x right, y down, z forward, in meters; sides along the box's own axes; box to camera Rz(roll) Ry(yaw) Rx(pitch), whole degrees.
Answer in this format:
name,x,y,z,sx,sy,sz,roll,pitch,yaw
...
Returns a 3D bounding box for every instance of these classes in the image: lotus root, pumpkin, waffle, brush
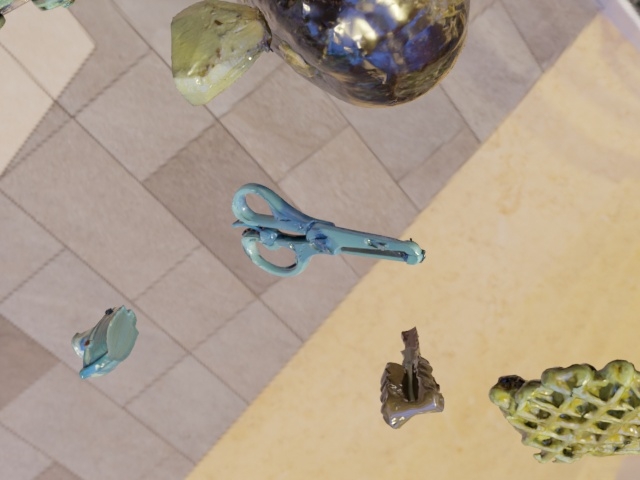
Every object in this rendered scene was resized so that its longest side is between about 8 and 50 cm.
name,x,y,z,sx,sy,sz,roll,pitch,yaw
lotus root,-0.142,-0.279,1.405,0.144,0.143,0.070,-24,146,18
pumpkin,0.059,-0.443,1.828,0.454,0.454,0.344,40,84,-36
waffle,0.404,0.253,1.447,0.297,0.073,0.317,-10,145,30
brush,0.128,0.184,1.442,0.084,0.301,0.071,-17,102,8

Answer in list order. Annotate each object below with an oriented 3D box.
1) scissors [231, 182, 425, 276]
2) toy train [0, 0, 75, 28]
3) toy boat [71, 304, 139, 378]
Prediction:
name,x,y,z,sx,sy,sz,roll,pitch,yaw
scissors,0.000,0.000,1.637,0.032,0.392,0.180,-45,130,-37
toy train,-0.461,-0.401,1.501,0.304,0.221,0.150,-25,119,9
toy boat,-0.429,0.206,1.990,0.102,0.215,0.088,-22,111,14
